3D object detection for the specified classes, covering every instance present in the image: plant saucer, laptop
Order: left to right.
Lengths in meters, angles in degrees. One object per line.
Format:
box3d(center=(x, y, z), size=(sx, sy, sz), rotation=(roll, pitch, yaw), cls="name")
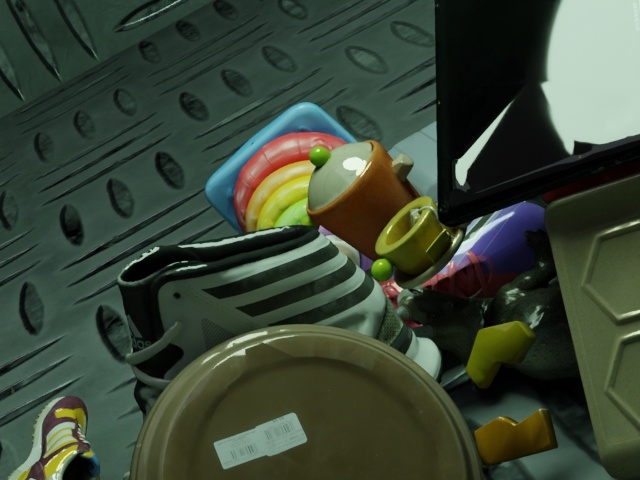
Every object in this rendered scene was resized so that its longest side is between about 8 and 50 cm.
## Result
box3d(center=(-0.007, 0.187, 1.385), size=(0.278, 0.278, 0.041), rotation=(-36, -16, -21), cls="plant saucer")
box3d(center=(0.330, -0.167, 1.575), size=(0.408, 0.236, 0.382), rotation=(-21, 46, 26), cls="laptop")

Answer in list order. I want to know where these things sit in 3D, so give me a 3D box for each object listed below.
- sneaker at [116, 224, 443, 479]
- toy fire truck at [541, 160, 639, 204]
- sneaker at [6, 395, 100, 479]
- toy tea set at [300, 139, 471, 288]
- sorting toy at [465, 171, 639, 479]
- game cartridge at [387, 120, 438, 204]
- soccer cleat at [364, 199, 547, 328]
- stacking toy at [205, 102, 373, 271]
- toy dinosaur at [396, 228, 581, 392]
box3d(center=(-0.135, 0.158, 1.527), size=(0.447, 0.257, 0.169), rotation=(-42, 18, -7), cls="sneaker")
box3d(center=(0.370, -0.097, 1.743), size=(0.302, 0.169, 0.254), rotation=(-20, -4, 24), cls="toy fire truck")
box3d(center=(-0.258, 0.225, 1.871), size=(0.084, 0.069, 0.185), rotation=(-10, 32, 19), cls="sneaker")
box3d(center=(0.112, -0.113, 1.675), size=(0.336, 0.124, 0.200), rotation=(-52, 19, -12), cls="toy tea set")
box3d(center=(0.254, 0.066, 1.413), size=(0.307, 0.229, 0.041), rotation=(-18, -13, 24), cls="sorting toy")
box3d(center=(0.228, -0.132, 2.110), size=(0.297, 0.062, 0.198), rotation=(-30, 16, -6), cls="game cartridge")
box3d(center=(0.086, 0.060, 1.723), size=(0.318, 0.108, 0.116), rotation=(-26, -3, 17), cls="soccer cleat")
box3d(center=(0.000, 0.000, 1.979), size=(0.175, 0.166, 0.302), rotation=(-41, 30, 10), cls="stacking toy")
box3d(center=(0.217, 0.072, 1.598), size=(0.313, 0.121, 0.160), rotation=(2, 48, 46), cls="toy dinosaur")
